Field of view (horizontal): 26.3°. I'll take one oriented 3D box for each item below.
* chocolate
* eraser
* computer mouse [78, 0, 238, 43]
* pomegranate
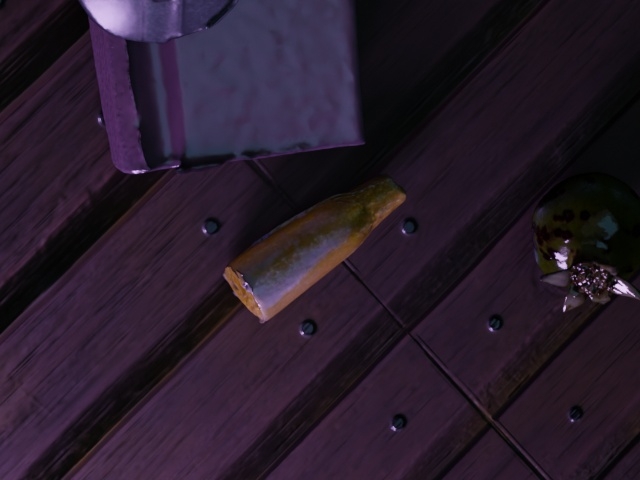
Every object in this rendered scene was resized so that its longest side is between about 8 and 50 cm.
[{"bbox_3d":[0.000,0.000,1.522,0.219,0.085,0.085,-34,108,-14],"label":"chocolate"},{"bbox_3d":[-0.103,-0.264,1.417,0.272,0.122,0.359,-11,103,-18],"label":"eraser"},{"bbox_3d":[-0.157,-0.366,1.256,0.203,0.114,0.374,-9,103,-15],"label":"computer mouse"},{"bbox_3d":[0.312,0.008,1.576,0.148,0.148,0.169,24,52,-20],"label":"pomegranate"}]
